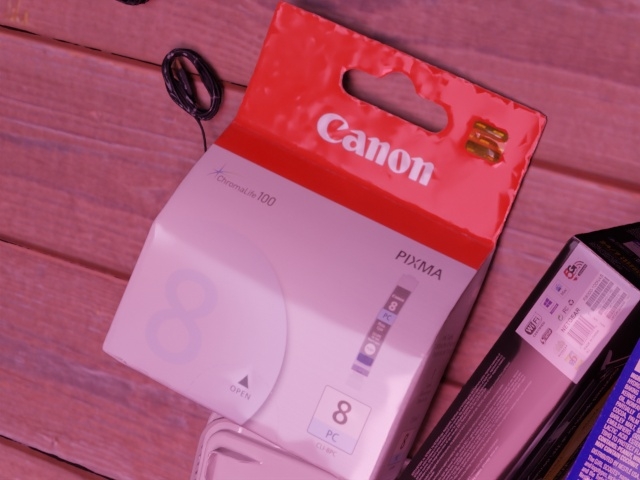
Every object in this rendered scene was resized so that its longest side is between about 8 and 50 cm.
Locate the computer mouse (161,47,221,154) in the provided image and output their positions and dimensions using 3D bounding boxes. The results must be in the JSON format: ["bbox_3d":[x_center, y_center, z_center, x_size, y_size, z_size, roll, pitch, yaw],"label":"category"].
[{"bbox_3d":[-0.111,-0.083,1.922,0.071,0.041,0.242,-18,79,22],"label":"computer mouse"}]

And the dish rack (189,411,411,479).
[{"bbox_3d":[-0.012,0.330,1.881,0.333,0.072,0.285,18,103,27],"label":"dish rack"}]

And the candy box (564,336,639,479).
[{"bbox_3d":[0.343,0.081,1.498,0.122,0.268,0.317,30,96,23],"label":"candy box"}]

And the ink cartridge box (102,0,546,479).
[{"bbox_3d":[0.000,0.000,1.796,0.308,0.091,0.385,26,101,21],"label":"ink cartridge box"}]

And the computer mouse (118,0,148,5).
[{"bbox_3d":[-0.226,-0.389,1.935,0.188,0.072,0.272,26,107,27],"label":"computer mouse"}]

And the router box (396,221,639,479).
[{"bbox_3d":[0.208,0.126,1.630,0.081,0.243,0.309,42,113,20],"label":"router box"}]
